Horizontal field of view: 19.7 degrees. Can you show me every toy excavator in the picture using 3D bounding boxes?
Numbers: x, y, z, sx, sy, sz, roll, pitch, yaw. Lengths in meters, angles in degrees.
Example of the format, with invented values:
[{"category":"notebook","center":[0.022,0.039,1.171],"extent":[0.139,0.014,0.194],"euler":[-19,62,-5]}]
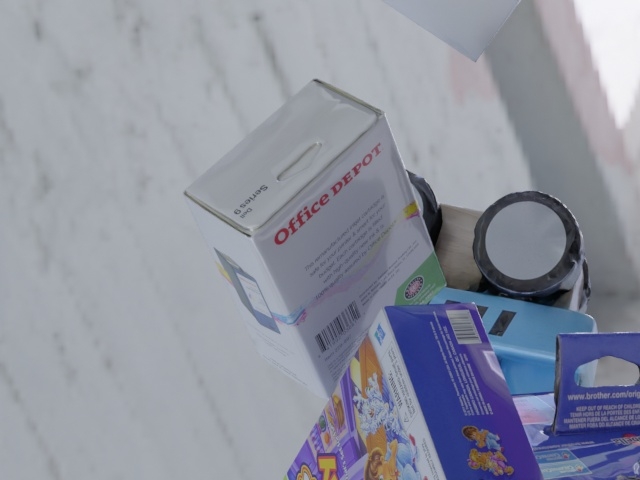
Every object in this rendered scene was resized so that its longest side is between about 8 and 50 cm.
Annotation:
[{"category":"toy excavator","center":[0.183,0.189,1.837],"extent":[0.222,0.433,0.445],"euler":[54,-132,-73]}]

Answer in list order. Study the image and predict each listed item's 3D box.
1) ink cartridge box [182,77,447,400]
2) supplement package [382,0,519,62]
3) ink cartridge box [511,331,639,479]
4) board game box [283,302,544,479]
[{"category":"ink cartridge box","center":[0.000,0.000,1.500],"extent":[0.154,0.093,0.212],"euler":[-43,-40,-19]},{"category":"supplement package","center":[0.088,-0.315,1.590],"extent":[0.145,0.262,0.204],"euler":[-56,-1,-25]},{"category":"ink cartridge box","center":[0.200,0.268,1.488],"extent":[0.270,0.151,0.395],"euler":[0,-64,-31]},{"category":"board game box","center":[0.088,0.251,1.302],"extent":[0.078,0.233,0.347],"euler":[-1,-129,-25]}]
